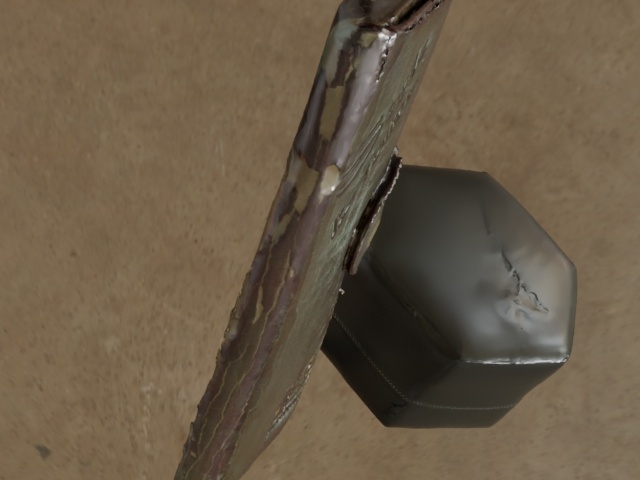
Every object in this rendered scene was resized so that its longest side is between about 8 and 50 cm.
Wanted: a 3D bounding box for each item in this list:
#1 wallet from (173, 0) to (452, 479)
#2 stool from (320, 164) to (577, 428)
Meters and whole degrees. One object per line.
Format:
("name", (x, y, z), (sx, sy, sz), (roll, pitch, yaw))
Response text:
("wallet", (0.000, 0.000, 0.487), (0.031, 0.232, 0.122), (25, 28, 11))
("stool", (0.108, 0.051, 1.067), (0.232, 0.141, 0.232), (16, 48, -19))
